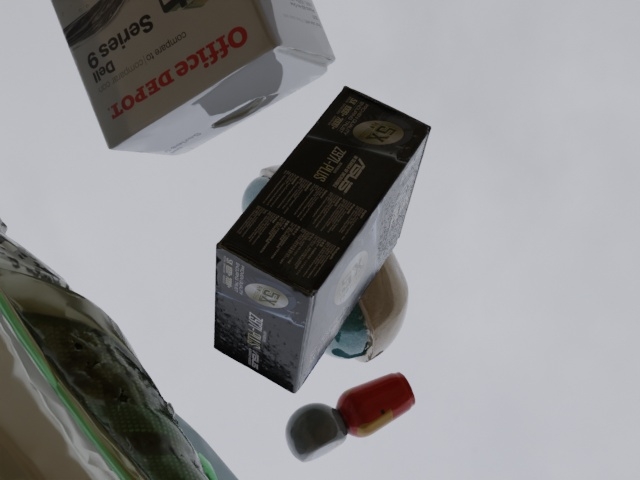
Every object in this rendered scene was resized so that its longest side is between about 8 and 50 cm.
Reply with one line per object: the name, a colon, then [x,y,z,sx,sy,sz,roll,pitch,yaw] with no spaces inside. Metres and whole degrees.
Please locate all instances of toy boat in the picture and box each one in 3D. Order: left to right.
toy boat: [0.000,0.087,1.036,0.148,0.318,0.267,-23,-153,-14]

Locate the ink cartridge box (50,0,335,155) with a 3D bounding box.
ink cartridge box: [-0.143,-0.254,0.956,0.211,0.121,0.289,-27,-99,26]

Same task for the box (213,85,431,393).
box: [0.000,0.000,0.753,0.078,0.147,0.180,28,-124,13]

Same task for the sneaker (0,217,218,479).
sneaker: [-0.070,0.118,0.384,0.158,0.182,0.410,-39,-95,18]

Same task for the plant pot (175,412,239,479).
plant pot: [-0.188,0.262,0.978,0.165,0.165,0.234,-31,-73,8]
